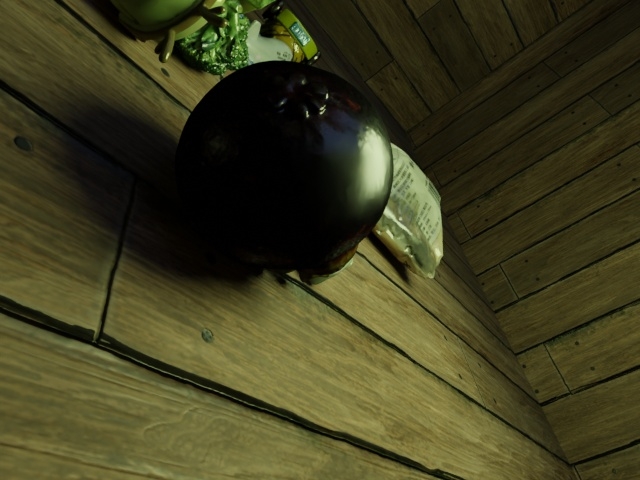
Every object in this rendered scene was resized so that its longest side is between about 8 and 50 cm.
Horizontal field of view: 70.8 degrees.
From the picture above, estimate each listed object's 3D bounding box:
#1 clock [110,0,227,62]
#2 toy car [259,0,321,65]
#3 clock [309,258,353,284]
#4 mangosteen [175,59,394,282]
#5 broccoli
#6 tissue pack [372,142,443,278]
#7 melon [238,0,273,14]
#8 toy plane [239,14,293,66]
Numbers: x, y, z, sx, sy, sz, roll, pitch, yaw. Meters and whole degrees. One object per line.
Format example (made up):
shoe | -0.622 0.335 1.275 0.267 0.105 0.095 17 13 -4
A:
clock | -0.247 -0.437 0.735 0.096 0.235 0.307 35 31 -64
toy car | -0.116 -0.590 1.354 0.200 0.142 0.248 47 1 -24
clock | 0.000 0.000 0.876 0.151 0.062 0.191 59 21 8
mangosteen | -0.048 -0.095 0.638 0.296 0.297 0.313 58 -5 5
broccoli | -0.221 -0.415 0.887 0.196 0.156 0.195 13 49 -15
tissue pack | 0.226 -0.115 1.338 0.390 0.195 0.375 50 26 -16
melon | -0.190 -0.542 0.962 0.324 0.124 0.196 17 0 40
toy plane | -0.149 -0.472 1.153 0.267 0.123 0.266 48 21 -25
